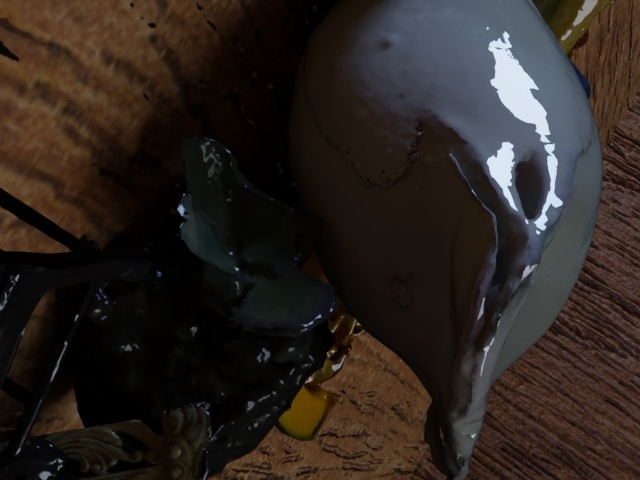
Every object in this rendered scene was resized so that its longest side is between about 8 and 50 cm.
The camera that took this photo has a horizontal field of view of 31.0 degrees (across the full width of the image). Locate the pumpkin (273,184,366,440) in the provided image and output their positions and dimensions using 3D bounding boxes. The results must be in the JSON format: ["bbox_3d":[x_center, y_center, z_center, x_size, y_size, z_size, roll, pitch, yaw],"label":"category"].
[{"bbox_3d":[-0.002,-0.003,0.840,0.278,0.111,0.163,-48,141,-37],"label":"pumpkin"}]

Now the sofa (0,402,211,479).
[{"bbox_3d":[-0.115,0.203,0.547,0.258,0.199,0.182,77,4,-68],"label":"sofa"}]

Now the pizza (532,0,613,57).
[{"bbox_3d":[0.180,-0.222,0.847,0.290,0.081,0.228,-64,-160,-1],"label":"pizza"}]

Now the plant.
[{"bbox_3d":[-0.063,0.049,0.637,0.131,0.142,0.203,-22,147,-40],"label":"plant"}]

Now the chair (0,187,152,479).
[{"bbox_3d":[-0.160,0.021,0.365,0.113,0.106,0.229,-63,162,7],"label":"chair"}]

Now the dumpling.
[{"bbox_3d":[0.068,-0.027,0.701,0.181,0.341,0.260,-20,139,-18],"label":"dumpling"}]

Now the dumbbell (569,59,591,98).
[{"bbox_3d":[0.129,-0.046,1.041,0.160,0.144,0.325,-47,161,-31],"label":"dumbbell"}]
